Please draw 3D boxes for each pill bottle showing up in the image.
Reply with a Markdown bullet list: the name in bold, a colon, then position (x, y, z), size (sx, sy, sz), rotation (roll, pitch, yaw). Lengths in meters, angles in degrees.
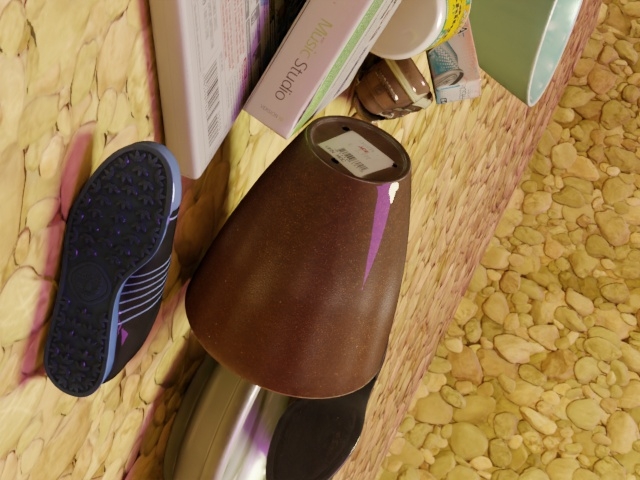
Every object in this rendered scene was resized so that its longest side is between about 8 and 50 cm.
- **pill bottle**: position (0.114, -0.284, 1.761), size (0.208, 0.118, 0.117), rotation (-36, 145, -68)

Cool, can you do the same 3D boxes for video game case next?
- **video game case**: position (-0.060, -0.259, 1.265), size (0.329, 0.036, 0.300), rotation (91, 24, -56)

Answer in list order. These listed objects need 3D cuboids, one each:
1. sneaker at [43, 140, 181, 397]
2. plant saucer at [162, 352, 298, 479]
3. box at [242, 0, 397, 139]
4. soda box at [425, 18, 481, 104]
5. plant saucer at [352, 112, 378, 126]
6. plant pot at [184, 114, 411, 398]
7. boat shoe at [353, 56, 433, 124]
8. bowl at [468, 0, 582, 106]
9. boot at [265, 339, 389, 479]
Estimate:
- **sneaker**: position (-0.162, 0.015, 1.209), size (0.232, 0.081, 0.090), rotation (-66, 172, 23)
- **plant saucer**: position (-0.096, 0.217, 1.754), size (0.400, 0.101, 0.400), rotation (21, 90, -78)
- **box**: position (0.037, -0.234, 1.458), size (0.232, 0.058, 0.322), rotation (-57, 180, 18)
- **soda box**: position (0.162, -0.273, 1.913), size (0.058, 0.063, 0.183), rotation (70, 10, -71)
- **plant saucer**: position (0.038, -0.075, 1.975), size (0.200, 0.037, 0.200), rotation (22, 90, -77)
- **plant pot**: position (0.000, 0.000, 1.457), size (0.215, 0.215, 0.230), rotation (-51, 167, -53)
- **boat shoe**: position (0.083, -0.196, 1.902), size (0.095, 0.095, 0.257), rotation (-34, 177, 5)
- **bowl**: position (0.311, -0.382, 2.318), size (0.311, 0.163, 0.311), rotation (21, 90, -78)
- **boot**: position (-0.008, 0.250, 1.832), size (0.280, 0.096, 0.264), rotation (106, 4, -58)
